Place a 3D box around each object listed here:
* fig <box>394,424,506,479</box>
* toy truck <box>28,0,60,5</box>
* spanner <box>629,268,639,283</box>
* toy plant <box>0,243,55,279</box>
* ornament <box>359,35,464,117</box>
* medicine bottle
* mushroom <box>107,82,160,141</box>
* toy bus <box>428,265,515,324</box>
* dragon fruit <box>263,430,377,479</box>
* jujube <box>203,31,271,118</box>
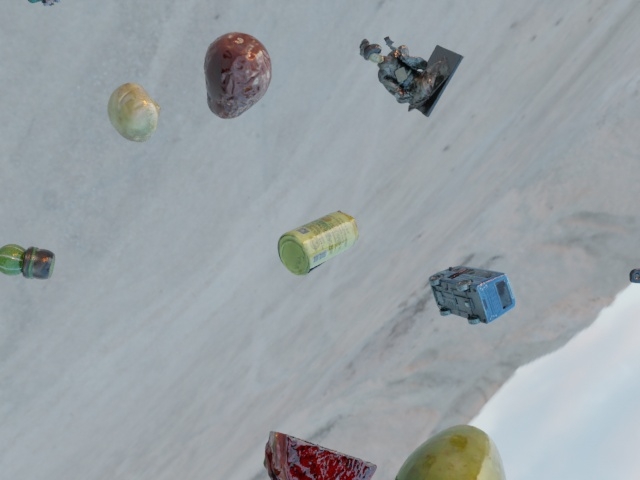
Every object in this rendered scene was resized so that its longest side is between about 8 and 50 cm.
[{"bbox_3d":[0.306,0.557,1.506,0.326,0.258,0.258,-45,171,-49],"label":"fig"},{"bbox_3d":[-0.521,-0.465,1.259,0.083,0.044,0.039,-94,-173,-65],"label":"toy truck"},{"bbox_3d":[0.653,0.072,1.221,0.012,0.208,0.046,-151,-114,-75],"label":"spanner"},{"bbox_3d":[-0.835,0.058,1.877,0.093,0.162,0.093,-169,-90,-78],"label":"toy plant"},{"bbox_3d":[0.179,-0.397,1.520,0.166,0.196,0.153,-62,-160,16],"label":"ornament"},{"bbox_3d":[0.000,0.000,1.820,0.238,0.124,0.124,-26,157,-45],"label":"medicine bottle"},{"bbox_3d":[-0.444,-0.305,1.604,0.112,0.148,0.148,-25,155,-49],"label":"mushroom"},{"bbox_3d":[0.398,0.138,1.790,0.134,0.114,0.246,-24,-169,-17],"label":"toy bus"},{"bbox_3d":[-0.044,0.578,1.672,0.205,0.316,0.152,-6,-118,55],"label":"dragon fruit"},{"bbox_3d":[-0.235,-0.446,1.845,0.190,0.190,0.255,-41,173,-33],"label":"jujube"}]
